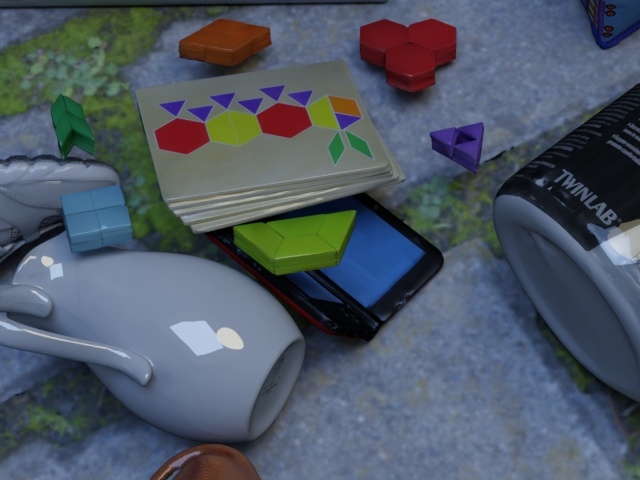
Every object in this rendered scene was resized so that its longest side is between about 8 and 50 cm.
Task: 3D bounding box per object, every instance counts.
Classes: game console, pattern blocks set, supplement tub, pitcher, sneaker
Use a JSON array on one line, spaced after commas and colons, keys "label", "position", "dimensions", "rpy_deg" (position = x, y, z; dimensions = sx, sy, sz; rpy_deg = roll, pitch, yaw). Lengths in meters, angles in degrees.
[{"label": "game console", "position": [0.000, 0.000, 1.231], "dimensions": [0.144, 0.124, 0.085], "rpy_deg": [38, 99, 22]}, {"label": "pattern blocks set", "position": [-0.039, -0.076, 1.242], "dimensions": [0.325, 0.026, 0.285], "rpy_deg": [-3, 43, -4]}, {"label": "supplement tub", "position": [0.296, -0.045, 1.157], "dimensions": [0.316, 0.193, 0.193], "rpy_deg": [-35, 65, -10]}, {"label": "pitcher", "position": [-0.130, 0.069, 1.165], "dimensions": [0.207, 0.178, 0.125], "rpy_deg": [25, 114, 16]}, {"label": "sneaker", "position": [-0.285, 0.006, 1.271], "dimensions": [0.281, 0.105, 0.115], "rpy_deg": [-16, 98, -6]}]

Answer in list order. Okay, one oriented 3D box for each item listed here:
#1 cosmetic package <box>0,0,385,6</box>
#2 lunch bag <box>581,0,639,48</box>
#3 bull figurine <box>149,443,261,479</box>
[{"label": "cosmetic package", "position": [-0.173, -0.312, 1.322], "dimensions": [0.453, 0.230, 0.161], "rpy_deg": [0, 65, 7]}, {"label": "lunch bag", "position": [0.326, -0.303, 1.263], "dimensions": [0.293, 0.221, 0.138], "rpy_deg": [-21, 64, -4]}, {"label": "bull figurine", "position": [-0.038, 0.283, 1.085], "dimensions": [0.188, 0.101, 0.310], "rpy_deg": [-35, 64, -7]}]
